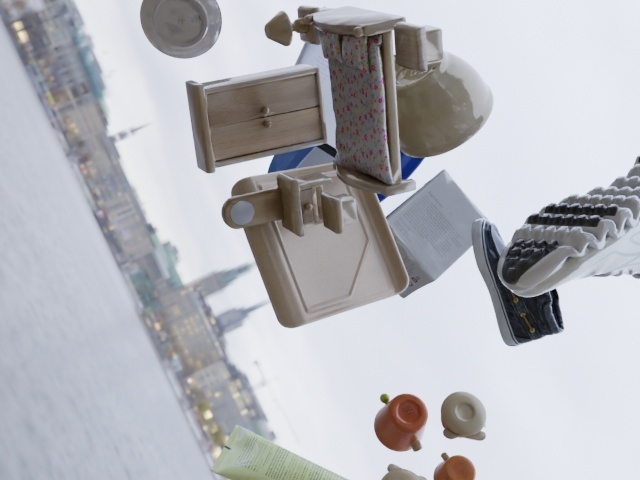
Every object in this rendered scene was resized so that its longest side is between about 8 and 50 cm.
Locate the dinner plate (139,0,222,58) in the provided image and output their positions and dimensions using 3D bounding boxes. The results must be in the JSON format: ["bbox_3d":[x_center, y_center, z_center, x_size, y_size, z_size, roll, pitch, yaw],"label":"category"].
[{"bbox_3d":[-0.238,-0.376,1.669,0.017,0.141,0.141,-89,162,-61],"label":"dinner plate"}]

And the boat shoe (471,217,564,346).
[{"bbox_3d":[0.270,0.049,1.334,0.065,0.083,0.183,-18,90,-60],"label":"boat shoe"}]

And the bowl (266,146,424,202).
[{"bbox_3d":[0.062,-0.170,1.964,0.077,0.391,0.391,53,-15,24],"label":"bowl"}]

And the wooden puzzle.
[{"bbox_3d":[0.000,0.000,1.418,0.044,0.239,0.220,-31,-102,51],"label":"wooden puzzle"}]

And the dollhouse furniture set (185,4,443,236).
[{"bbox_3d":[-0.014,-0.106,1.143,0.355,0.174,0.303,33,-47,60],"label":"dollhouse furniture set"}]

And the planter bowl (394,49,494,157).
[{"bbox_3d":[0.157,-0.216,1.423,0.109,0.162,0.162,53,-2,-37],"label":"planter bowl"}]

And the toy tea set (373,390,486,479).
[{"bbox_3d":[0.188,0.428,1.770,0.124,0.200,0.336,107,-7,-58],"label":"toy tea set"}]

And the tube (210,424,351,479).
[{"bbox_3d":[-0.017,0.316,1.263,0.240,0.062,0.070,24,-9,2],"label":"tube"}]

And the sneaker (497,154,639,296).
[{"bbox_3d":[0.305,-0.004,0.966,0.110,0.292,0.118,16,-51,62],"label":"sneaker"}]

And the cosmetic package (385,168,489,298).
[{"bbox_3d":[0.201,-0.012,1.909,0.151,0.184,0.151,50,-25,0],"label":"cosmetic package"}]

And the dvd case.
[{"bbox_3d":[0.036,-0.256,1.654,0.180,0.253,0.022,30,-32,-16],"label":"dvd case"}]
